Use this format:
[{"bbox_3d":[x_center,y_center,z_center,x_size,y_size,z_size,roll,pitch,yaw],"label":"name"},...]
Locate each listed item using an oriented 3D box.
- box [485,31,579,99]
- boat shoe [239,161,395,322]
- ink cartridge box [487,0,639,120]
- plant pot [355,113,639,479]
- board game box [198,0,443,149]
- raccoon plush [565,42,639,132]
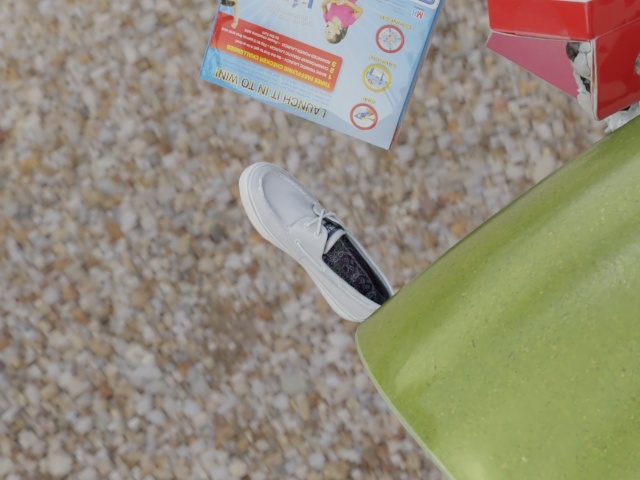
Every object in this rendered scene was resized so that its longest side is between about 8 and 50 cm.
[{"bbox_3d":[0.373,-0.295,2.222,0.232,0.127,0.148,30,45,3],"label":"box"},{"bbox_3d":[0.000,0.000,1.448,0.066,0.184,0.063,-41,11,-31],"label":"boat shoe"},{"bbox_3d":[0.158,-0.199,0.904,0.134,0.231,0.078,-26,28,-39],"label":"ink cartridge box"},{"bbox_3d":[0.215,0.030,0.808,0.293,0.275,0.275,-49,52,10],"label":"plant pot"},{"bbox_3d":[0.013,-0.326,2.276,0.308,0.302,0.086,22,29,5],"label":"board game box"},{"bbox_3d":[0.451,-0.118,1.580,0.216,0.446,0.299,-59,22,6],"label":"raccoon plush"}]
